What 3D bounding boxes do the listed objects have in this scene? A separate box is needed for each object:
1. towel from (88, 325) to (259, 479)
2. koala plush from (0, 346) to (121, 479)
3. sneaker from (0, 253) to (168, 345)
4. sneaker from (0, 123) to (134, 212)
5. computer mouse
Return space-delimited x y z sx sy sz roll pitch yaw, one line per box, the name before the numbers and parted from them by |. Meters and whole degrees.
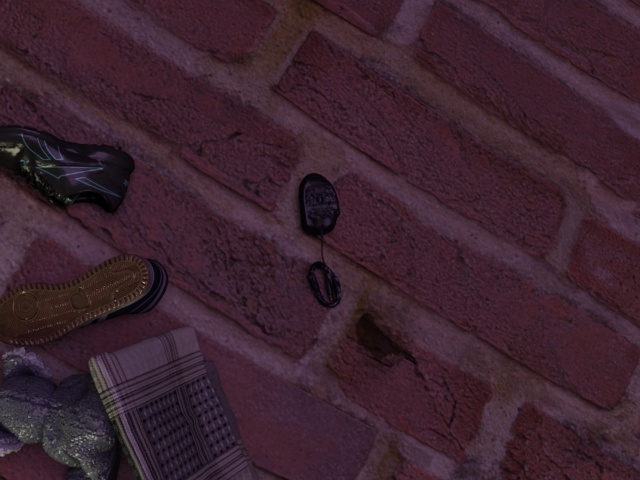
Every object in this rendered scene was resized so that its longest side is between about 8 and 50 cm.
towel | -0.201 0.291 1.583 0.056 0.324 0.312 -26 84 17
koala plush | -0.402 0.264 1.581 0.221 0.203 0.196 17 70 1
sneaker | -0.379 0.098 1.679 0.282 0.153 0.099 -20 84 10
sneaker | -0.442 -0.118 1.702 0.267 0.101 0.106 12 75 -14
computer mouse | 0.000 0.000 1.848 0.071 0.041 0.242 -3 84 -20
